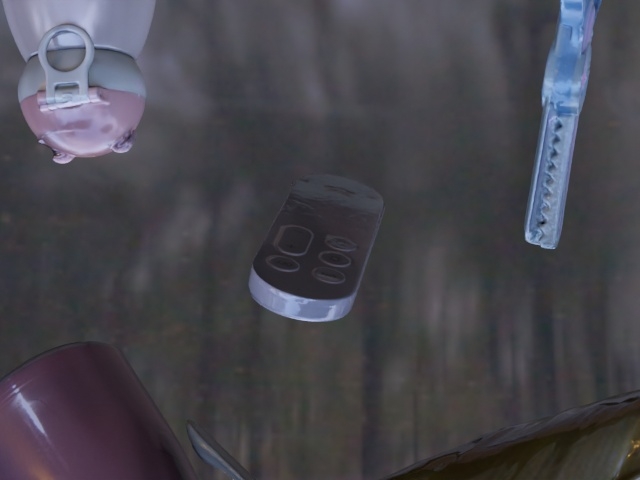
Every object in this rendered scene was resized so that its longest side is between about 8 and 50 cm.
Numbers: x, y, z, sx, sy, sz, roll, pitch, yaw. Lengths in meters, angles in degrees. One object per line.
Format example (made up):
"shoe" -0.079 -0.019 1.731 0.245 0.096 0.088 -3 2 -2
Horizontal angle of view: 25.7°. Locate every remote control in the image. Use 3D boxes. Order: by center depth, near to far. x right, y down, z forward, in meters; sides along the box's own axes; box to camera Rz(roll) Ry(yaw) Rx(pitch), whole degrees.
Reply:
"remote control" 0.000 0.000 1.048 0.077 0.022 0.245 17 -157 3

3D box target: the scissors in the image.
"scissors" 0.178 -0.121 1.006 0.030 0.256 0.125 11 -169 16

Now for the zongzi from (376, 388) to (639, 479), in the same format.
"zongzi" 0.177 0.131 0.728 0.418 0.182 0.447 6 150 -13

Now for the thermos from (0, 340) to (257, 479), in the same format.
"thermos" -0.133 0.207 1.040 0.176 0.265 0.146 -46 151 8

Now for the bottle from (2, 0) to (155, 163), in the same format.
"bottle" -0.220 -0.189 1.295 0.147 0.237 0.147 -3 173 0
